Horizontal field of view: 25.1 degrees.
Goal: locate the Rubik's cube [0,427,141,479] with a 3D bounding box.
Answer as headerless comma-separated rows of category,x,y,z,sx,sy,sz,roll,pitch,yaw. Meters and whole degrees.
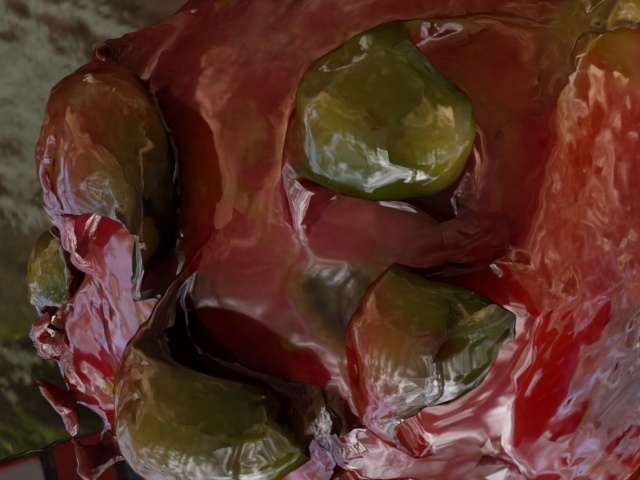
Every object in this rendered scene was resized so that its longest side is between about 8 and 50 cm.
Rubik's cube,-0.124,0.204,0.828,0.151,0.154,0.155,-17,-110,1

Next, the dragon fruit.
dragon fruit,0.007,0.013,0.483,0.227,0.307,0.243,0,-134,-30
